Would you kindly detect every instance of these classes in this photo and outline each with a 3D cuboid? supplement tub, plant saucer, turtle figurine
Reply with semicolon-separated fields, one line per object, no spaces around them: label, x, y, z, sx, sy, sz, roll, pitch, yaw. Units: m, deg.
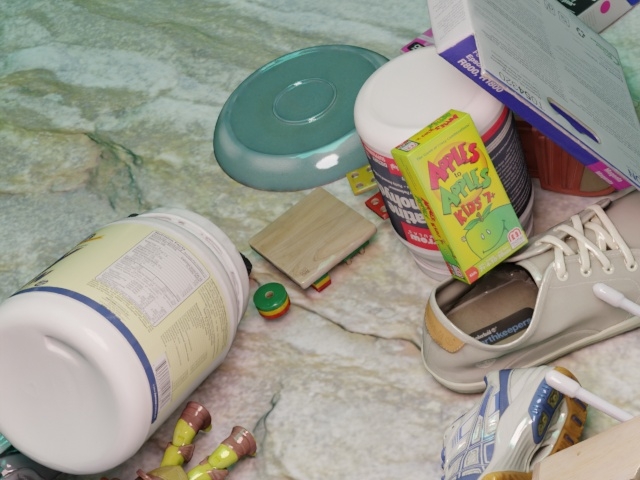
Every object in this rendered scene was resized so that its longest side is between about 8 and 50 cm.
supplement tub;0.164;-0.094;1.817;0.191;0.272;0.191;-12;44;12
supplement tub;-0.245;0.111;1.757;0.236;0.235;0.325;2;25;25
plant saucer;-0.019;-0.200;2.172;0.318;0.043;0.317;-12;43;12
turtle figurine;-0.191;0.296;1.712;0.270;0.087;0.217;16;55;34

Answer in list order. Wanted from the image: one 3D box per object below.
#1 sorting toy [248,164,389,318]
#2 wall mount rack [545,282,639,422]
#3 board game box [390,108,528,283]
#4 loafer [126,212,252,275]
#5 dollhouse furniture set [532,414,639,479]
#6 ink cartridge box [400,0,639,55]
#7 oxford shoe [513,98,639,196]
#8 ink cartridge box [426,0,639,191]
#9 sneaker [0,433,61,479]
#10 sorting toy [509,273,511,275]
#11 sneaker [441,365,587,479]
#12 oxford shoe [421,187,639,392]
sorting toy;0.000;0.000;1.958;0.274;0.046;0.132;-38;45;-16
wall mount rack;0.424;0.132;1.522;0.304;0.130;0.350;-9;21;30
board game box;0.163;-0.050;1.658;0.092;0.181;0.043;-35;25;-14
loafer;-0.191;0.025;2.004;0.223;0.076;0.078;18;91;32
dollhouse furniture set;0.312;0.342;1.196;0.256;0.362;0.394;-36;29;40
ink cartridge box;0.315;-0.332;2.152;0.371;0.069;0.176;-35;44;-17
oxford shoe;0.254;-0.171;1.973;0.397;0.140;0.146;19;50;25
ink cartridge box;0.260;-0.200;1.708;0.071;0.324;0.330;-39;34;30
sneaker;-0.402;0.335;1.757;0.269;0.101;0.153;-27;43;4
sorting toy;0.284;0.043;1.821;0.062;0.012;0.083;-38;45;-16
sneaker;0.184;0.265;1.594;0.131;0.112;0.296;0;43;47
oxford shoe;0.319;0.032;1.722;0.449;0.130;0.169;-28;50;-5
